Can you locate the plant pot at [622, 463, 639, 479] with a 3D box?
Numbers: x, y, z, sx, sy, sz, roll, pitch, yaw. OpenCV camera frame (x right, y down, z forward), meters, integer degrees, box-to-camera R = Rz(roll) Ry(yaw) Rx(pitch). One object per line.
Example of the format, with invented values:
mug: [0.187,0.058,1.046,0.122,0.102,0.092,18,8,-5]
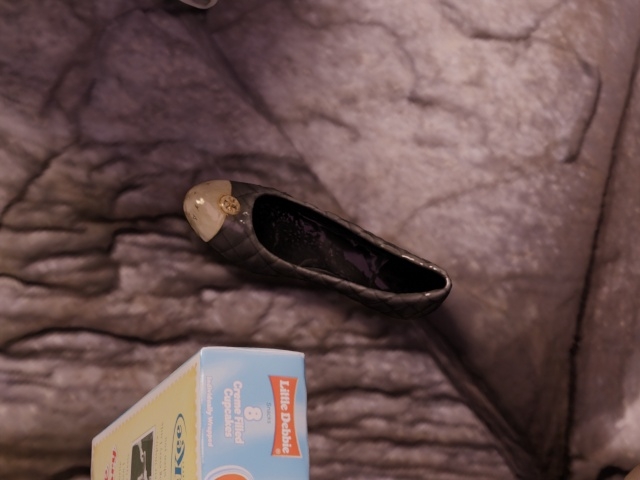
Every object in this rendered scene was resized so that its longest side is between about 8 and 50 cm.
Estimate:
plant pot: [0.358,0.205,0.868,0.323,0.280,0.323,19,51,-25]

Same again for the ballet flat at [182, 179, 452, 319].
ballet flat: [0.000,0.000,0.950,0.173,0.049,0.057,20,62,-17]

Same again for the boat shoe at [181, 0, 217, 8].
boat shoe: [-0.145,-0.217,0.947,0.226,0.083,0.076,23,61,-16]

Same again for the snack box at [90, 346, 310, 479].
snack box: [-0.060,0.230,0.753,0.060,0.187,0.322,6,68,-23]
